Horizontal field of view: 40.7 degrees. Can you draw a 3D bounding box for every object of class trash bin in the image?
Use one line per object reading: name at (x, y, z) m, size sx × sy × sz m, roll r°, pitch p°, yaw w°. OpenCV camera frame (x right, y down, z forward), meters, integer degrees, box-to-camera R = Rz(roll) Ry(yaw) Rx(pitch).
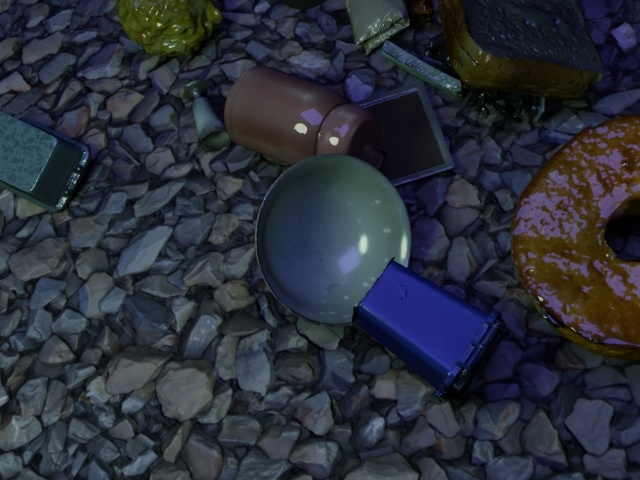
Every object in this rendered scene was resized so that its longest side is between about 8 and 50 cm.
trash bin at (0.182, 0.148, 1.473) m, size 0.235 × 0.184 × 0.162 m, roll 35°, pitch 73°, yaw 12°

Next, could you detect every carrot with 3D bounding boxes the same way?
carrot at (0.198, -0.575, 1.918) m, size 0.069 × 0.069 × 0.228 m, roll -14°, pitch 61°, yaw 4°

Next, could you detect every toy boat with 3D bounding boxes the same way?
toy boat at (0.443, -0.303, 1.741) m, size 0.066 × 0.059 × 0.140 m, roll 11°, pitch 60°, yaw -15°

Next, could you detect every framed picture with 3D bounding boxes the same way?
framed picture at (0.103, -0.194, 1.771) m, size 0.293 × 0.018 × 0.231 m, roll -17°, pitch 62°, yaw 2°

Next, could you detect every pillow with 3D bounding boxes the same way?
pillow at (0.121, -0.508, 1.877) m, size 0.134 × 0.078 × 0.181 m, roll -24°, pitch 61°, yaw 25°

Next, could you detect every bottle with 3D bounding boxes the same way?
bottle at (-0.021, -0.222, 1.699) m, size 0.297 × 0.206 × 0.173 m, roll 22°, pitch 83°, yaw 30°

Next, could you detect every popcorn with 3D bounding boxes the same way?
popcorn at (-0.339, -0.529, 1.933) m, size 0.235 × 0.181 × 0.216 m, roll -8°, pitch 60°, yaw -1°

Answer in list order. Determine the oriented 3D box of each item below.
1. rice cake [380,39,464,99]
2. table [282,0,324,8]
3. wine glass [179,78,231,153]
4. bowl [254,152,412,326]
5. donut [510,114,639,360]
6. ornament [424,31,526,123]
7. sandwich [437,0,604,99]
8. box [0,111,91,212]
rice cake at (0.217, -0.360, 1.817) m, size 0.211 × 0.043 × 0.034 m, roll 36°, pitch 86°, yaw 23°
table at (-0.037, -0.599, 1.986) m, size 0.134 × 0.043 × 0.133 m, roll -5°, pitch 63°, yaw 9°
wine glass at (-0.247, -0.267, 1.849) m, size 0.072 × 0.072 × 0.155 m, roll -24°, pitch 62°, yaw -1°
bowl at (0.000, 0.000, 1.602) m, size 0.314 × 0.146 × 0.313 m, roll 0°, pitch 90°, yaw -26°
donut at (0.522, 0.011, 1.510) m, size 0.378 × 0.163 × 0.434 m, roll -9°, pitch 64°, yaw 8°
ornament at (0.349, -0.336, 1.751) m, size 0.202 × 0.080 × 0.236 m, roll -22°, pitch 63°, yaw -32°
sandwich at (0.391, -0.400, 1.697) m, size 0.301 × 0.099 × 0.271 m, roll 5°, pitch 49°, yaw -15°
box at (-0.620, -0.172, 1.838) m, size 0.227 × 0.130 × 0.162 m, roll 25°, pitch 86°, yaw 20°
